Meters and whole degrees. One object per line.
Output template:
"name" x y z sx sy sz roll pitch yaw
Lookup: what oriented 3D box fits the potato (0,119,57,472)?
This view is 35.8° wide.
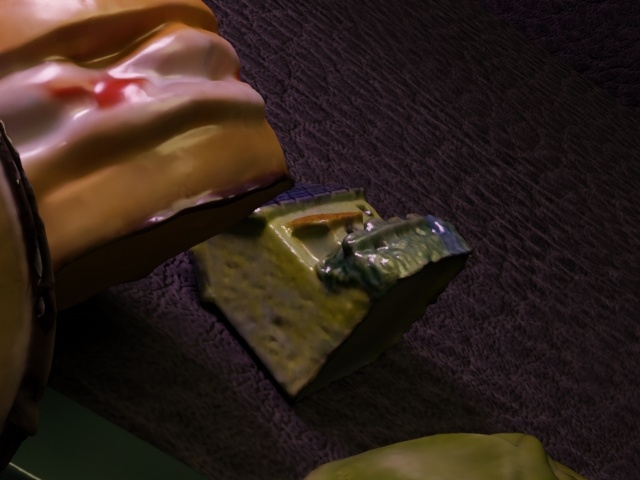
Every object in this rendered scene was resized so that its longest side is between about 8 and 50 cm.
"potato" -0.345 0.030 0.341 0.397 0.289 0.296 28 26 21

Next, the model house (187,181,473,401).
"model house" 0.000 0.000 0.900 0.211 0.170 0.194 46 31 18

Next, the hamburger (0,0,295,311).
"hamburger" -0.175 -0.078 0.661 0.276 0.276 0.236 -25 88 -59

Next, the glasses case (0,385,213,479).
"glasses case" -0.133 0.162 0.633 0.184 0.039 0.077 32 28 -9

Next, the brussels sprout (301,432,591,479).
"brussels sprout" 0.109 0.247 0.569 0.328 0.247 0.328 25 33 -17
